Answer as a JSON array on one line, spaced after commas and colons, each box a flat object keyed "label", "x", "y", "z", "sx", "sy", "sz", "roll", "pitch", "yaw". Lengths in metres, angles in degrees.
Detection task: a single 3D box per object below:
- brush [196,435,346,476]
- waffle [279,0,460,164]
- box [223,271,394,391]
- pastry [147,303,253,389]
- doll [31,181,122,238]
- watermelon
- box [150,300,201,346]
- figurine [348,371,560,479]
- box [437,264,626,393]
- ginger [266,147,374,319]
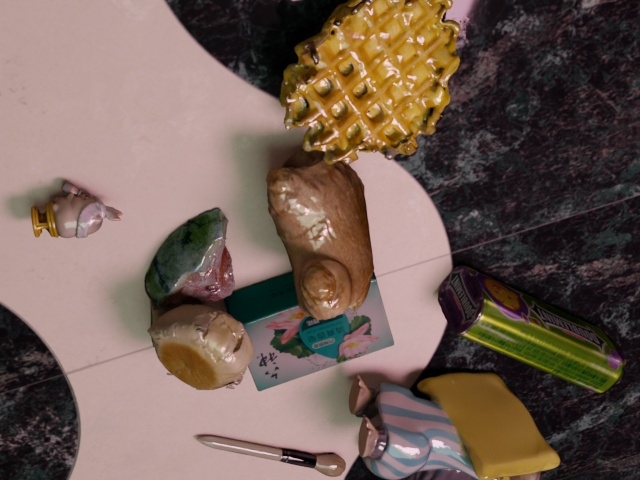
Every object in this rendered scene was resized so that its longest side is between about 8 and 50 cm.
[{"label": "brush", "x": -0.085, "y": 0.383, "z": 2.023, "sx": 0.299, "sy": 0.039, "sz": 0.042, "roll": 18, "pitch": 115, "yaw": -23}, {"label": "waffle", "x": 0.075, "y": -0.235, "z": 1.561, "sx": 0.262, "sy": 0.060, "sz": 0.280, "roll": 0, "pitch": 113, "yaw": -25}, {"label": "box", "x": -0.017, "y": 0.130, "z": 1.816, "sx": 0.245, "sy": 0.092, "sz": 0.153, "roll": -20, "pitch": 128, "yaw": -1}, {"label": "pastry", "x": -0.184, "y": 0.162, "z": 1.717, "sx": 0.166, "sy": 0.088, "sz": 0.166, "roll": 15, "pitch": 138, "yaw": 14}, {"label": "doll", "x": -0.352, "y": -0.045, "z": 1.613, "sx": 0.127, "sy": 0.073, "sz": 0.084, "roll": -8, "pitch": 95, "yaw": -8}, {"label": "watermelon", "x": -0.180, "y": 0.048, "z": 1.729, "sx": 0.139, "sy": 0.071, "sz": 0.187, "roll": 29, "pitch": 113, "yaw": -36}, {"label": "box", "x": -0.230, "y": 0.128, "z": 1.790, "sx": 0.083, "sy": 0.035, "sz": 0.079, "roll": -4, "pitch": 126, "yaw": -14}, {"label": "figurine", "x": 0.189, "y": 0.440, "z": 2.001, "sx": 0.361, "sy": 0.266, "sz": 0.377, "roll": 10, "pitch": 122, "yaw": -15}, {"label": "box", "x": 0.368, "y": 0.155, "z": 1.918, "sx": 0.345, "sy": 0.134, "sz": 0.097, "roll": 24, "pitch": 114, "yaw": -28}, {"label": "ginger", "x": 0.000, "y": 0.000, "z": 1.643, "sx": 0.130, "sy": 0.221, "sz": 0.275, "roll": -13, "pitch": 124, "yaw": 26}]
